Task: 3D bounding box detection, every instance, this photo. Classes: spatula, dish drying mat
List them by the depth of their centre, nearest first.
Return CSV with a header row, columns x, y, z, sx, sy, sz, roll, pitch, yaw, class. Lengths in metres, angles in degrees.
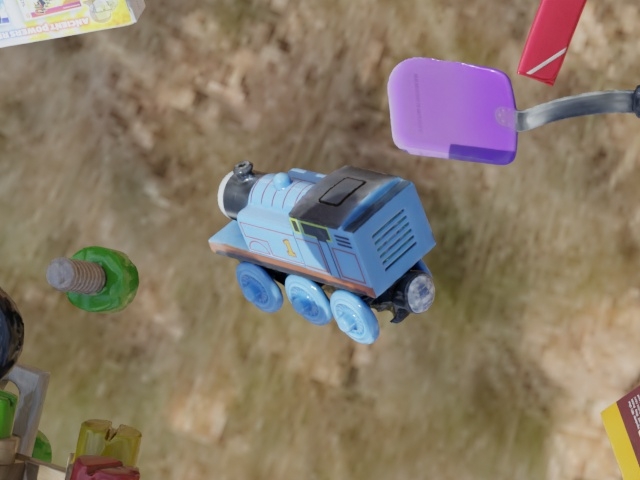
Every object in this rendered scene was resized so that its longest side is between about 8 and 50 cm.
x,y,z,sx,sy,sz,roll,pitch,yaw,class
0.135,-0.129,1.103,0.032,0.083,0.008,15,-171,-38,dish drying mat
0.191,-0.091,1.342,0.297,0.030,0.084,-1,127,11,spatula

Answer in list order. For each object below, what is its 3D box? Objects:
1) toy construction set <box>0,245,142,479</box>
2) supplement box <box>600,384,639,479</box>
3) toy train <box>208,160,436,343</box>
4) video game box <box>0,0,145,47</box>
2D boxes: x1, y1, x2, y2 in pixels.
x,y,z,sx,sy,sz,roll,pitch,yaw,class
-0.173,0.182,1.106,0.257,0.308,0.237,-13,173,16,toy construction set
0.390,0.185,1.731,0.194,0.129,0.191,-38,130,23,supplement box
0.000,0.000,1.315,0.184,0.080,0.105,16,135,46,toy train
-0.268,-0.256,1.641,0.205,0.048,0.187,-8,114,16,video game box
